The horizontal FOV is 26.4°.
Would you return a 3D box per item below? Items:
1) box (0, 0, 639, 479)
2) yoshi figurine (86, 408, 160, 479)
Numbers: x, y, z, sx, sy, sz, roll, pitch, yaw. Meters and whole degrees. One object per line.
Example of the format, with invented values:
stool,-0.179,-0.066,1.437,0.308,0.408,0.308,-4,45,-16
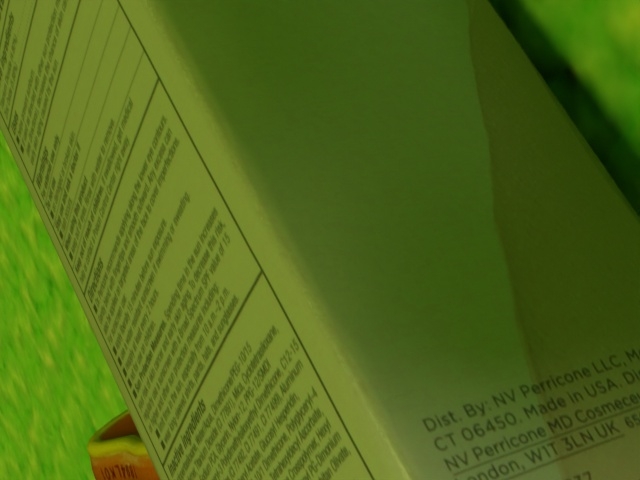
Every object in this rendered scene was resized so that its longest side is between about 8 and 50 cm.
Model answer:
box,0.000,0.000,0.445,0.311,0.121,0.148,62,147,24
yoshi figurine,-0.020,0.247,0.545,0.362,0.203,0.203,61,-174,-9
